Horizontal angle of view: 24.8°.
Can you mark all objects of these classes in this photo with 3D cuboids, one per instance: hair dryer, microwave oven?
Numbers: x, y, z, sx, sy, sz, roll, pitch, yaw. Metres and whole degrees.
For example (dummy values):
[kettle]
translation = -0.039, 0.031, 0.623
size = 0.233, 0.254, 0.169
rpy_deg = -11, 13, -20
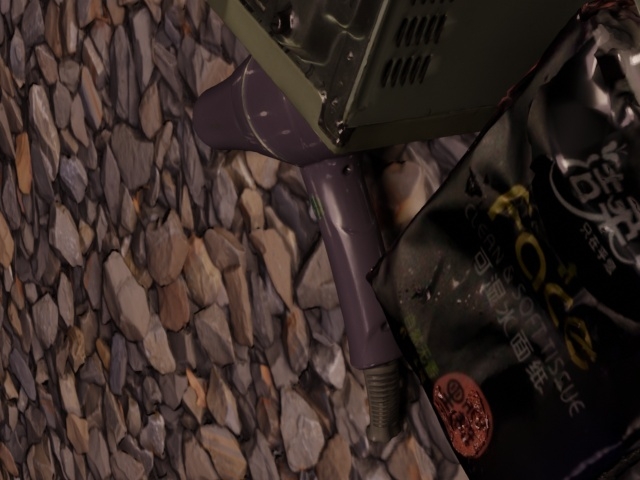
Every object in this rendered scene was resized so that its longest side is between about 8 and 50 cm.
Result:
[hair dryer]
translation = 0.000, 0.000, 1.237
size = 0.301, 0.121, 0.361
rpy_deg = -4, 101, 65
[microwave oven]
translation = 0.019, -0.272, 1.010
size = 0.355, 0.218, 0.286
rpy_deg = 52, 139, 35

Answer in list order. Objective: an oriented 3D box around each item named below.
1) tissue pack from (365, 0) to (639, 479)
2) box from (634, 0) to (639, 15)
[tissue pack]
translation = 0.167, 0.027, 0.960
size = 0.245, 0.123, 0.332
rpy_deg = 62, 143, 20
[box]
translation = 0.256, -0.107, 0.798
size = 0.093, 0.124, 0.172
rpy_deg = -29, 76, 44
